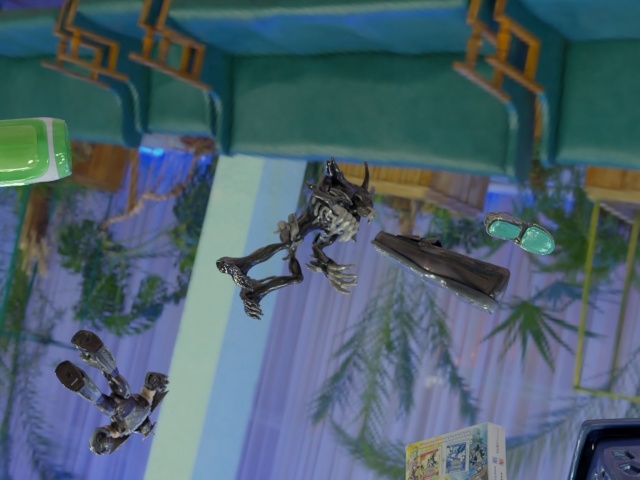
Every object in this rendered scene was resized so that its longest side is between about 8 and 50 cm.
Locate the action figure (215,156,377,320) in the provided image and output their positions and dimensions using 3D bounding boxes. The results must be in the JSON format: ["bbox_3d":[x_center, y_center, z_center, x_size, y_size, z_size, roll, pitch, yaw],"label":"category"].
[{"bbox_3d":[0.000,0.000,1.259,0.141,0.275,0.164,36,154,38],"label":"action figure"}]

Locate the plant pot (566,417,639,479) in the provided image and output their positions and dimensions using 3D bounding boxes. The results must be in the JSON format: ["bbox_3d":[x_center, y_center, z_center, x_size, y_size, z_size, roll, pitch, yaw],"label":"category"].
[{"bbox_3d":[0.477,0.384,1.292,0.235,0.236,0.212,-1,-153,-9],"label":"plant pot"}]

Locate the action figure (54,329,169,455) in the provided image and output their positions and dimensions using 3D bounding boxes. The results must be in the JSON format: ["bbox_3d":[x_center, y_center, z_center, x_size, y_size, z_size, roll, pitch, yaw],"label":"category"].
[{"bbox_3d":[-0.365,0.286,1.620,0.099,0.185,0.285,16,151,33],"label":"action figure"}]

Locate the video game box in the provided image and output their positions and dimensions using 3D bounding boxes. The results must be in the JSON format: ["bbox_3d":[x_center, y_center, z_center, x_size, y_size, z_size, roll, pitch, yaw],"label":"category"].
[{"bbox_3d":[0.216,0.408,1.472,0.048,0.187,0.205,19,149,-30],"label":"video game box"}]

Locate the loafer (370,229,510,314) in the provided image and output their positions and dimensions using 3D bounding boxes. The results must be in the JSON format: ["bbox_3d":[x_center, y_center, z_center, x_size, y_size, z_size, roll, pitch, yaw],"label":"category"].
[{"bbox_3d":[0.242,0.044,1.820,0.302,0.095,0.109,29,174,30],"label":"loafer"}]

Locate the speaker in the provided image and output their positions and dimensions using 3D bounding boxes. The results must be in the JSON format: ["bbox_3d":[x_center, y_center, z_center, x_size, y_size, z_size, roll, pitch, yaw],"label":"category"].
[{"bbox_3d":[-0.641,-0.169,1.761,0.296,0.131,0.131,-6,179,-10],"label":"speaker"}]

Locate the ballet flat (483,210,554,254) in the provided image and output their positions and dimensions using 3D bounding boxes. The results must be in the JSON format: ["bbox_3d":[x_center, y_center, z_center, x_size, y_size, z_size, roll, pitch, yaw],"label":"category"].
[{"bbox_3d":[0.269,-0.015,1.234,0.114,0.041,0.041,19,173,-24],"label":"ballet flat"}]
